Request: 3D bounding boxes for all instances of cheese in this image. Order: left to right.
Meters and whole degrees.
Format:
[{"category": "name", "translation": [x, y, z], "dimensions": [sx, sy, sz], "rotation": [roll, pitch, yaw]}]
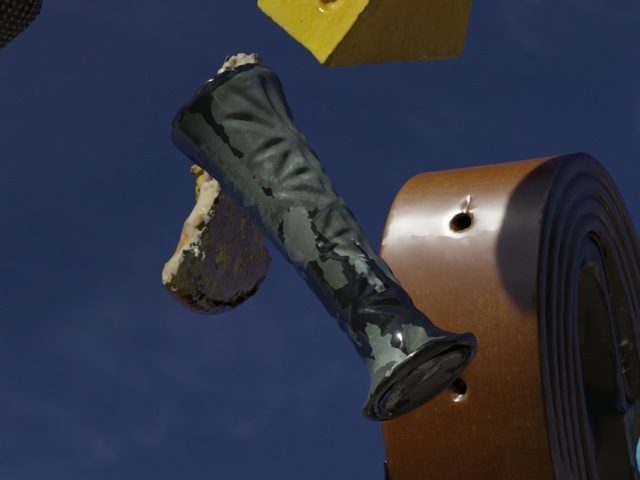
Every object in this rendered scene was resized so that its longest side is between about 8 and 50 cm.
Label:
[{"category": "cheese", "translation": [0.052, -0.216, 1.251], "dimensions": [0.126, 0.093, 0.171], "rotation": [-6, -52, -38]}]

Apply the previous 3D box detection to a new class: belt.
[{"category": "belt", "translation": [0.131, 0.119, 1.125], "dimensions": [0.122, 0.217, 0.338], "rotation": [-7, -82, 29]}]

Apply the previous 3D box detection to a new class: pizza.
[{"category": "pizza", "translation": [-0.074, -0.043, 1.346], "dimensions": [0.052, 0.185, 0.195], "rotation": [8, -88, 14]}]

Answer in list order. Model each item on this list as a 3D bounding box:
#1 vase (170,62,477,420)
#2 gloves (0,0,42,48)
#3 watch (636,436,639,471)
[{"category": "vase", "translation": [0.000, 0.000, 0.801], "dimensions": [0.059, 0.167, 0.059], "rotation": [-28, -27, -16]}, {"category": "gloves", "translation": [-0.256, -0.135, 1.092], "dimensions": [0.181, 0.129, 0.106], "rotation": [-39, -92, -28]}, {"category": "watch", "translation": [0.074, 0.156, 0.469], "dimensions": [0.211, 0.211, 0.193], "rotation": [10, -23, -20]}]
